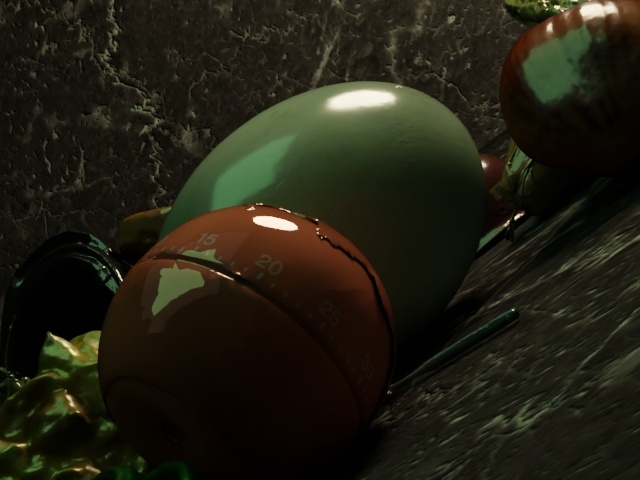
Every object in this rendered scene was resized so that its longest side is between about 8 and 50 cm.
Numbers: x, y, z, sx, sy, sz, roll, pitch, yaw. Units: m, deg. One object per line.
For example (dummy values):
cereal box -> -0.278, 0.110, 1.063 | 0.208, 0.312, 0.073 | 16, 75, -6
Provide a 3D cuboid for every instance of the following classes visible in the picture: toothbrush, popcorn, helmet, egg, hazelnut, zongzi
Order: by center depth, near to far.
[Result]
toothbrush -> 0.102, 0.101, 1.182 | 0.167, 0.011, 0.014 | -35, 8, 30
popcorn -> -0.227, 0.199, 1.291 | 0.249, 0.225, 0.249 | -57, -7, -12
egg -> 0.000, 0.000, 1.393 | 0.389, 0.276, 0.276 | -43, 5, -21
hazelnut -> 0.289, -0.144, 1.416 | 0.210, 0.210, 0.186 | -37, -24, 5
zongzi -> 0.297, -0.085, 1.571 | 0.178, 0.081, 0.189 | 4, 49, 18
helmet -> -0.265, 0.131, 1.692 | 0.160, 0.279, 0.230 | 24, -60, -43
helmet -> 0.180, -0.043, 1.716 | 0.175, 0.106, 0.155 | -43, 5, -32

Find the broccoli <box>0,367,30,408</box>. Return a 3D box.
broccoli -> -0.358, 0.304, 1.429 | 0.397, 0.275, 0.353 | 103, 176, -85

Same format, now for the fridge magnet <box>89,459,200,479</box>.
fridge magnet -> -0.163, 0.248, 1.029 | 0.208, 0.088, 0.208 | -47, 15, 17

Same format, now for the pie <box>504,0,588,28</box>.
pie -> 0.364, -0.264, 1.624 | 0.323, 0.323, 0.070 | -45, -35, -73

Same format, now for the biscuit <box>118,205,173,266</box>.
biscuit -> -0.051, 0.022, 1.741 | 0.365, 0.062, 0.385 | -11, -18, 35

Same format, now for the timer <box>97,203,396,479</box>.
timer -> -0.059, 0.089, 1.132 | 0.215, 0.229, 0.230 | -45, 7, -33
